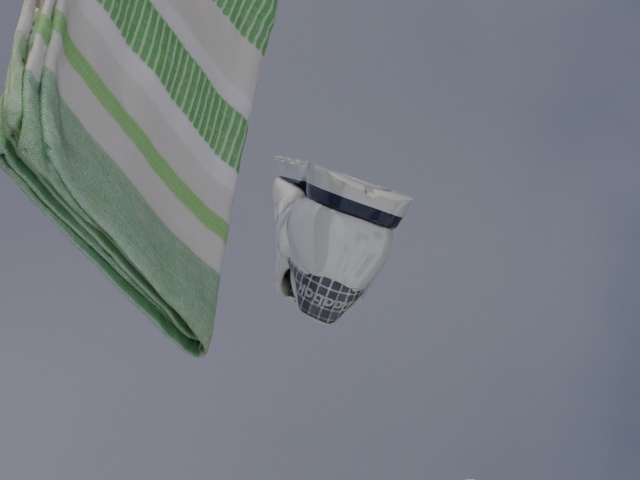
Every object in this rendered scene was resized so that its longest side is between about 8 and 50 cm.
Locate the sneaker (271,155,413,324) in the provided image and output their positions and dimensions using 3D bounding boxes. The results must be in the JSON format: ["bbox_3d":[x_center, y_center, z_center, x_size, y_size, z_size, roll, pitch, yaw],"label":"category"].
[{"bbox_3d":[0.000,0.000,1.298,0.090,0.235,0.095,17,-89,-2],"label":"sneaker"}]

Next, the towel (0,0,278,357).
[{"bbox_3d":[-0.084,-0.132,1.098,0.248,0.038,0.325,52,-139,-54],"label":"towel"}]

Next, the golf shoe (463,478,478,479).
[{"bbox_3d":[0.153,0.307,1.421,0.115,0.306,0.140,-33,-35,10],"label":"golf shoe"}]
